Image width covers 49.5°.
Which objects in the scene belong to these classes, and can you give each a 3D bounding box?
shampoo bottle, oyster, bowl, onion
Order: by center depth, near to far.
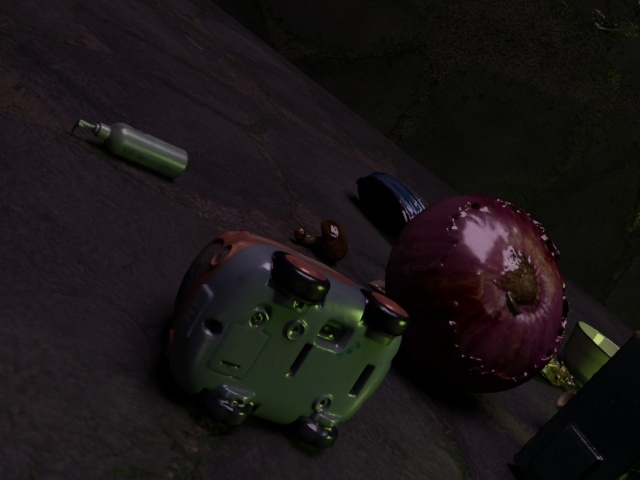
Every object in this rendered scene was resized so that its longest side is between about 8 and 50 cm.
[{"bbox_3d":[-0.317,-0.162,1.169,0.195,0.056,0.056,22,23,-41],"label":"shampoo bottle"},{"bbox_3d":[0.278,0.104,1.277,0.358,0.358,0.345,41,-24,9],"label":"onion"},{"bbox_3d":[0.494,0.263,1.668,0.345,0.078,0.128,30,11,-16],"label":"oyster"},{"bbox_3d":[0.743,0.338,1.853,0.238,0.126,0.237,33,18,-13],"label":"bowl"}]

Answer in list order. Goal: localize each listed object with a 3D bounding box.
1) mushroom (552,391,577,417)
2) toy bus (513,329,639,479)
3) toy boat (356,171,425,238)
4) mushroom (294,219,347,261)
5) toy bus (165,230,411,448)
[{"bbox_3d":[0.512,0.355,1.359,0.112,0.148,0.148,54,17,-3],"label":"mushroom"},{"bbox_3d":[0.480,0.309,1.093,0.194,0.323,0.162,21,24,-38],"label":"toy bus"},{"bbox_3d":[0.212,-0.086,1.876,0.143,0.129,0.309,-1,42,-42],"label":"toy boat"},{"bbox_3d":[0.009,-0.003,1.382,0.130,0.073,0.088,16,61,-43],"label":"mushroom"},{"bbox_3d":[-0.050,0.095,0.840,0.288,0.194,0.232,25,14,-34],"label":"toy bus"}]
